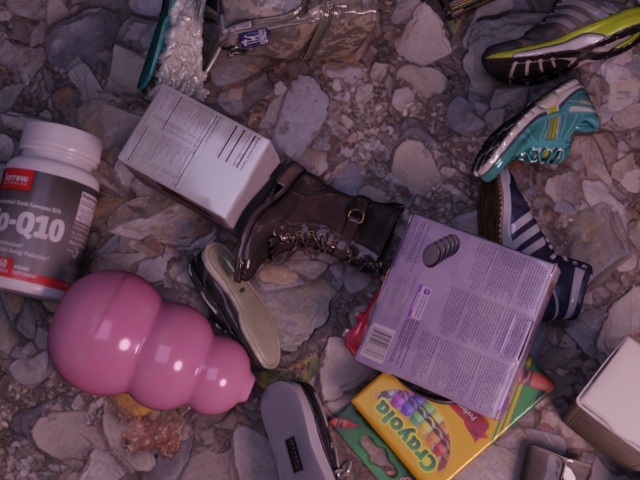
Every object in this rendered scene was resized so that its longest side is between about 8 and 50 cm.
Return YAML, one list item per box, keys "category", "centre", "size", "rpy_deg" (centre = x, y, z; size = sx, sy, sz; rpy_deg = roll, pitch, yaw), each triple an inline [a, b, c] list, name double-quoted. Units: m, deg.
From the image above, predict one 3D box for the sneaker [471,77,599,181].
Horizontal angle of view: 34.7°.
- category: "sneaker"
  centre: [0.363, -0.170, 1.691]
  size: [0.275, 0.107, 0.110]
  rpy_deg: [-35, 90, -26]

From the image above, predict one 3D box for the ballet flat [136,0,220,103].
- category: "ballet flat"
  centre: [-0.222, -0.423, 1.809]
  size: [0.147, 0.147, 0.409]
  rpy_deg: [11, 84, 6]

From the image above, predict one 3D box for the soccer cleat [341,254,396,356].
- category: "soccer cleat"
  centre: [0.133, 0.095, 1.701]
  size: [0.095, 0.083, 0.248]
  rpy_deg: [36, 86, 1]

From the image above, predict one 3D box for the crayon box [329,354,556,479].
- category: "crayon box"
  centre: [0.194, 0.266, 1.663]
  size: [0.318, 0.081, 0.202]
  rpy_deg: [-41, 80, -3]

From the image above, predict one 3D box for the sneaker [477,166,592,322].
- category: "sneaker"
  centre: [0.354, 0.008, 1.693]
  size: [0.153, 0.099, 0.282]
  rpy_deg: [3, 63, -13]

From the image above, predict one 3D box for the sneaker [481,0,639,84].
- category: "sneaker"
  centre: [0.414, -0.358, 1.760]
  size: [0.300, 0.111, 0.121]
  rpy_deg: [-18, 69, -5]

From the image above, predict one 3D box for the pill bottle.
- category: "pill bottle"
  centre: [-0.465, -0.047, 1.723]
  size: [0.161, 0.161, 0.283]
  rpy_deg: [10, 81, 6]

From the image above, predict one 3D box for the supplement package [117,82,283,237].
- category: "supplement package"
  centre: [-0.193, -0.127, 1.702]
  size: [0.203, 0.194, 0.149]
  rpy_deg: [29, 84, 9]

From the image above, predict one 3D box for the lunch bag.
- category: "lunch bag"
  centre: [-0.058, -0.455, 1.719]
  size: [0.256, 0.212, 0.305]
  rpy_deg: [-5, 81, -13]

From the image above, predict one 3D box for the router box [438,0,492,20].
- category: "router box"
  centre: [0.261, -0.456, 1.810]
  size: [0.122, 0.038, 0.092]
  rpy_deg: [-24, 79, 0]

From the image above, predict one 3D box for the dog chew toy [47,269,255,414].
- category: "dog chew toy"
  centre: [-0.265, 0.180, 1.658]
  size: [0.331, 0.206, 0.207]
  rpy_deg: [22, 82, -1]

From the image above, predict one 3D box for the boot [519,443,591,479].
- category: "boot"
  centre: [0.385, 0.451, 1.628]
  size: [0.189, 0.076, 0.209]
  rpy_deg: [24, 75, 6]

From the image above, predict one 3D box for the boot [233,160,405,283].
- category: "boot"
  centre: [0.000, 0.000, 1.706]
  size: [0.229, 0.091, 0.263]
  rpy_deg: [28, 68, 7]

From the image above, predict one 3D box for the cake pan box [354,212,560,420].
- category: "cake pan box"
  centre: [0.209, 0.120, 1.584]
  size: [0.245, 0.070, 0.267]
  rpy_deg: [19, 85, 25]

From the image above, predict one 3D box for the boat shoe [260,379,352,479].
- category: "boat shoe"
  centre: [-0.013, 0.374, 1.645]
  size: [0.113, 0.105, 0.306]
  rpy_deg: [-30, 68, 26]

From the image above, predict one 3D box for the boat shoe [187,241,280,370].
- category: "boat shoe"
  centre: [-0.144, 0.119, 1.726]
  size: [0.079, 0.084, 0.233]
  rpy_deg: [-34, 85, 34]

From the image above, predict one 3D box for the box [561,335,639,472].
- category: "box"
  centre: [0.458, 0.252, 1.524]
  size: [0.148, 0.311, 0.121]
  rpy_deg: [38, 84, 15]
